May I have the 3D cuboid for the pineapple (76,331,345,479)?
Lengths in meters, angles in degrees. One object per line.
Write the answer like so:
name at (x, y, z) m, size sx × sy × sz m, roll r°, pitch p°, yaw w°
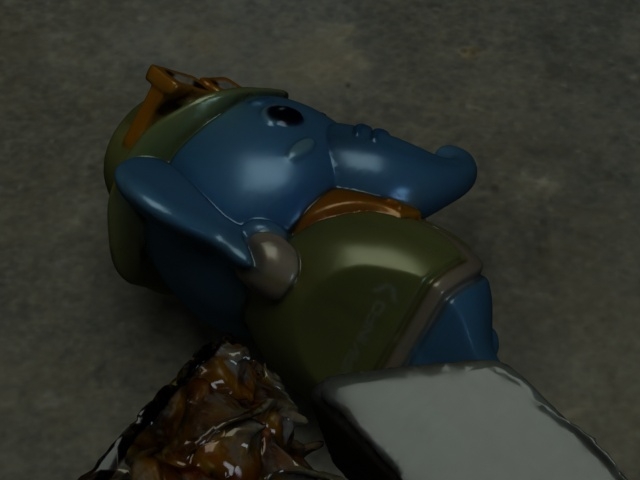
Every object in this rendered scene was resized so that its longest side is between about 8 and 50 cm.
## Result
pineapple at (-0.007, 0.211, 0.749) m, size 0.271 × 0.262 × 0.262 m, roll 38°, pitch 53°, yaw 5°

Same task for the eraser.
eraser at (0.141, 0.175, 0.775) m, size 0.077 × 0.111 × 0.352 m, roll -41°, pitch 67°, yaw -11°

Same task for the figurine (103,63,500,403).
figurine at (-0.002, 0.003, 0.993) m, size 0.262 × 0.154 × 0.180 m, roll 31°, pitch 42°, yaw 7°
